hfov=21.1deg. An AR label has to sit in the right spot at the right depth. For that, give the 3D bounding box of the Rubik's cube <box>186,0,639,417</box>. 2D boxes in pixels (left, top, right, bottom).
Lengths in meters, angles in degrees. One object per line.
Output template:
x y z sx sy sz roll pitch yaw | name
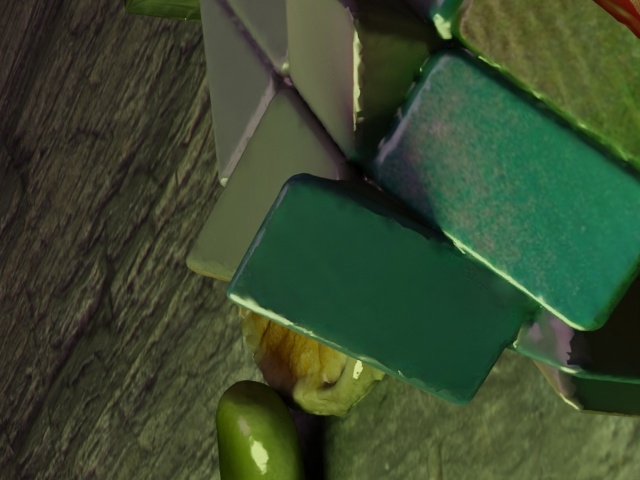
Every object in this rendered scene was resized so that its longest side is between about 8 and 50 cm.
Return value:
0.128 -0.088 0.982 0.387 0.358 0.368 -28 63 48 | Rubik's cube

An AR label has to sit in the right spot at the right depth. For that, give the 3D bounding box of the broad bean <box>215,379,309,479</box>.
-0.049 0.210 1.575 0.124 0.082 0.174 -145 44 -61 | broad bean

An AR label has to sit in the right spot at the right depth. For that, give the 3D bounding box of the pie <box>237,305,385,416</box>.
0.000 0.000 1.562 0.339 0.077 0.339 3 93 61 | pie

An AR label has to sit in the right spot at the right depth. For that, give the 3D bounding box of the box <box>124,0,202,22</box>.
-0.111 -0.353 1.780 0.231 0.155 0.149 -51 41 49 | box

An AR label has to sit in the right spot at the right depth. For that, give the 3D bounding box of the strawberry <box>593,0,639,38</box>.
0.269 -0.155 0.716 0.310 0.292 0.292 -11 70 22 | strawberry
